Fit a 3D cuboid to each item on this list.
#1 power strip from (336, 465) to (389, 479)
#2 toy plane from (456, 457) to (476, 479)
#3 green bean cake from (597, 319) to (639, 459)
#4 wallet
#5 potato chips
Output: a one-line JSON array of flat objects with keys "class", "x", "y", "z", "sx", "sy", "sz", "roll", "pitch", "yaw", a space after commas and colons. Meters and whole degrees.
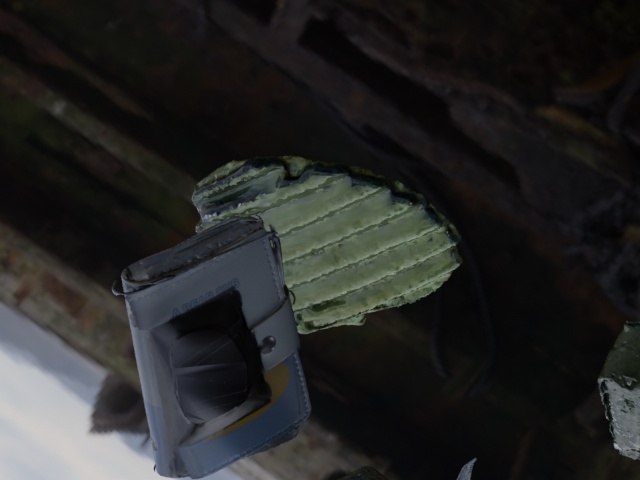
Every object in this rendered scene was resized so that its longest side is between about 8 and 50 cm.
[{"class": "power strip", "x": 0.034, "y": 0.247, "z": 1.155, "sx": 0.034, "sy": 0.092, "sz": 0.268, "roll": 64, "pitch": 173, "yaw": -2}, {"class": "toy plane", "x": 0.181, "y": 0.370, "z": 1.661, "sx": 0.058, "sy": 0.226, "sz": 0.226, "roll": -98, "pitch": -9, "yaw": -57}, {"class": "green bean cake", "x": 0.534, "y": 0.243, "z": 1.864, "sx": 0.241, "sy": 0.132, "sz": 0.255, "roll": 13, "pitch": 149, "yaw": 32}, {"class": "wallet", "x": -0.091, "y": 0.103, "z": 1.203, "sx": 0.069, "sy": 0.170, "sz": 0.231, "roll": 37, "pitch": 142, "yaw": 49}, {"class": "potato chips", "x": 0.000, "y": 0.000, "z": 2.037, "sx": 0.429, "sy": 0.070, "sz": 0.358, "roll": -21, "pitch": 123, "yaw": 36}]
